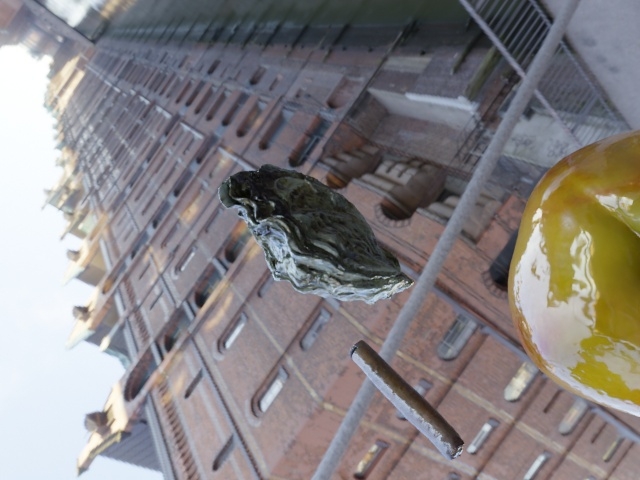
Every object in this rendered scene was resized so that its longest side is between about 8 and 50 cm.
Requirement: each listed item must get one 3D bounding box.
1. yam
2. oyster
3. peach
[{"bbox_3d":[0.140,0.263,0.922,0.264,0.046,0.046,41,-175,42],"label":"yam"},{"bbox_3d":[0.000,0.000,0.456,0.177,0.064,0.125,42,-141,-1],"label":"oyster"},{"bbox_3d":[0.345,0.035,0.554,0.289,0.289,0.308,35,-169,22],"label":"peach"}]
